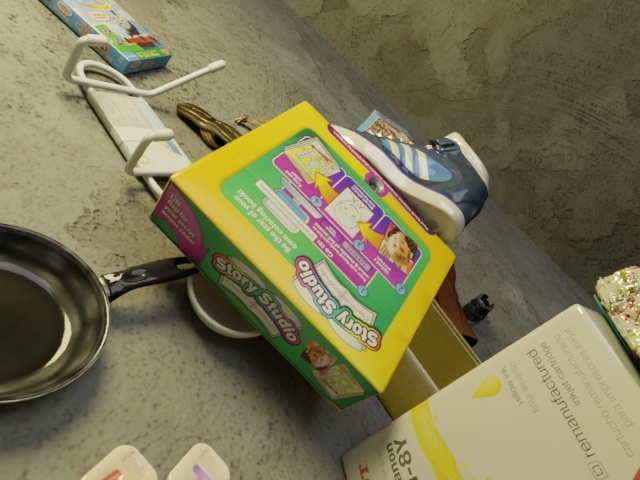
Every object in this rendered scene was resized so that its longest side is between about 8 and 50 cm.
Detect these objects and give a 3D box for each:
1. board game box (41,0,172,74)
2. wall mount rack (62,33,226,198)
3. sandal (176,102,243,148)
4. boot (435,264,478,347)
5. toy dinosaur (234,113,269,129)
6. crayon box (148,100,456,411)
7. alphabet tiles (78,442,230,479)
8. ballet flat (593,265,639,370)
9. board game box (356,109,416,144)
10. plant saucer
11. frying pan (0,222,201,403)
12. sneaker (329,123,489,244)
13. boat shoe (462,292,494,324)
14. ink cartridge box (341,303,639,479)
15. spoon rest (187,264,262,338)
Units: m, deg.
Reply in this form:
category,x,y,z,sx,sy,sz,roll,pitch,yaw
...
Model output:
category,x,y,z,sx,sy,sz,roll,pitch,yaw
board game box,-0.425,-0.428,0.948,0.211,0.039,0.160,42,28,-7
wall mount rack,-0.244,-0.219,0.822,0.350,0.130,0.304,53,29,12
sandal,-0.217,-0.217,0.956,0.180,0.049,0.072,32,22,5
boot,0.261,0.113,1.168,0.264,0.096,0.280,34,36,-37
toy dinosaur,-0.116,-0.263,1.144,0.183,0.053,0.092,12,42,-47
crayon box,0.000,0.000,0.698,0.363,0.106,0.313,46,46,-2
alphabet tiles,-0.122,0.319,0.398,0.284,0.021,0.278,48,28,2
ballet flat,0.322,0.104,0.416,0.091,0.077,0.240,30,33,-23
board game box,0.143,-0.107,1.102,0.141,0.232,0.290,19,39,-43
plant saucer,0.214,0.234,0.912,0.332,0.081,0.333,55,29,16
frying pan,-0.284,0.040,0.505,0.197,0.053,0.326,44,28,-4
sneaker,0.157,-0.143,0.879,0.323,0.130,0.236,34,49,11
boat shoe,0.438,0.181,1.286,0.065,0.083,0.183,56,29,17
ink cartridge box,0.226,0.298,0.519,0.161,0.384,0.279,21,37,-35
spoon rest,-0.070,0.092,0.703,0.277,0.084,0.137,20,37,-41
